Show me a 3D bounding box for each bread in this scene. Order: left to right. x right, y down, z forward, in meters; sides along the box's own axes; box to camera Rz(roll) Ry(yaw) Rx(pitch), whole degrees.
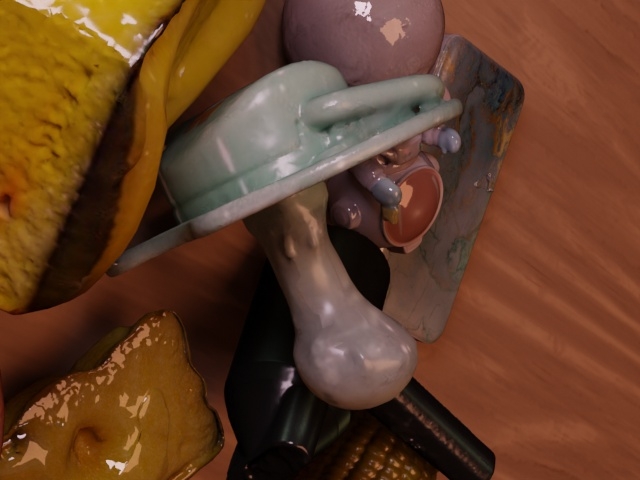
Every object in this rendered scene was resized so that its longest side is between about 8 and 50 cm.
[{"bbox_3d":[-0.191,0.166,1.440,0.233,0.088,0.161,-39,122,-32],"label":"bread"}]

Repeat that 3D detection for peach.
[{"bbox_3d":[-0.183,-0.154,1.244,0.306,0.242,0.380,115,-1,-62],"label":"peach"}]

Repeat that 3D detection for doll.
[{"bbox_3d":[0.046,-0.115,1.601,0.151,0.151,0.287,-36,131,-37],"label":"doll"}]

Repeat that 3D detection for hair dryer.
[{"bbox_3d":[0.046,0.164,1.571,0.302,0.116,0.244,40,45,-25],"label":"hair dryer"}]

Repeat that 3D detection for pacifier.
[{"bbox_3d":[0.000,0.000,1.402,0.288,0.343,0.269,-28,96,-32],"label":"pacifier"}]

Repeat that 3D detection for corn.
[{"bbox_3d":[0.005,0.284,1.659,0.344,0.131,0.131,-56,135,-24],"label":"corn"}]

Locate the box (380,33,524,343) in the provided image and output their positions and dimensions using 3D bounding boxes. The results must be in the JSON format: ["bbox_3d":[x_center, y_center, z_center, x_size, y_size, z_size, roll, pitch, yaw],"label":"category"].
[{"bbox_3d":[0.114,-0.050,1.760,0.142,0.044,0.285,29,78,-44],"label":"box"}]

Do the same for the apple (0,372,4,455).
[{"bbox_3d":[-0.337,0.116,1.171,0.253,0.253,0.253,-15,111,-46],"label":"apple"}]
